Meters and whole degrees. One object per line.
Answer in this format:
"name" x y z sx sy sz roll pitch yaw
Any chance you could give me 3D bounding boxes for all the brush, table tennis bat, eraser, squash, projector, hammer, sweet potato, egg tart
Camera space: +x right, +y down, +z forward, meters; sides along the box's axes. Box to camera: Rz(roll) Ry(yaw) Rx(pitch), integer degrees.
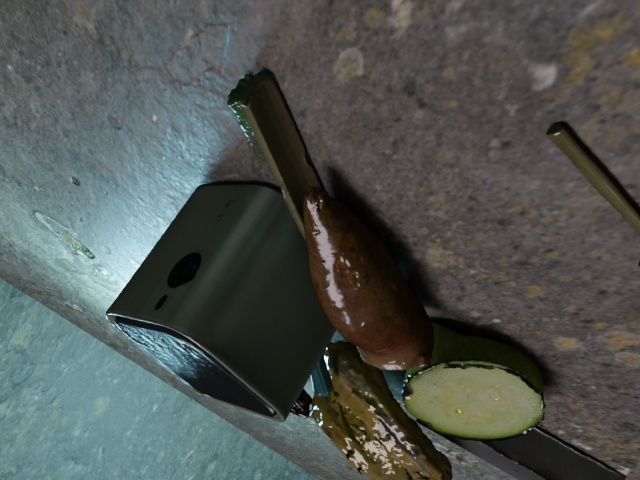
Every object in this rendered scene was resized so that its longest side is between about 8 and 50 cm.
"brush" -0.045 -0.092 0.967 0.048 0.054 0.282 28 160 32
"table tennis bat" -0.017 0.172 1.385 0.124 0.033 0.201 -12 93 59
"eraser" 0.346 0.364 1.407 0.352 0.077 0.111 28 161 7
"squash" 0.237 0.204 1.206 0.220 0.133 0.220 15 143 11
"projector" -0.121 0.086 1.179 0.248 0.249 0.248 4 144 48
"hammer" 0.268 -0.036 0.731 0.199 0.013 0.062 41 156 -22
"sweet potato" 0.048 0.056 1.060 0.131 0.131 0.337 13 153 38
"egg tart" 0.091 0.345 1.481 0.352 0.150 0.352 50 172 9

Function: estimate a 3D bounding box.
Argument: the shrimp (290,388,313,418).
"shrimp" -0.098 0.238 1.610 0.290 0.054 0.222 50 -175 17
